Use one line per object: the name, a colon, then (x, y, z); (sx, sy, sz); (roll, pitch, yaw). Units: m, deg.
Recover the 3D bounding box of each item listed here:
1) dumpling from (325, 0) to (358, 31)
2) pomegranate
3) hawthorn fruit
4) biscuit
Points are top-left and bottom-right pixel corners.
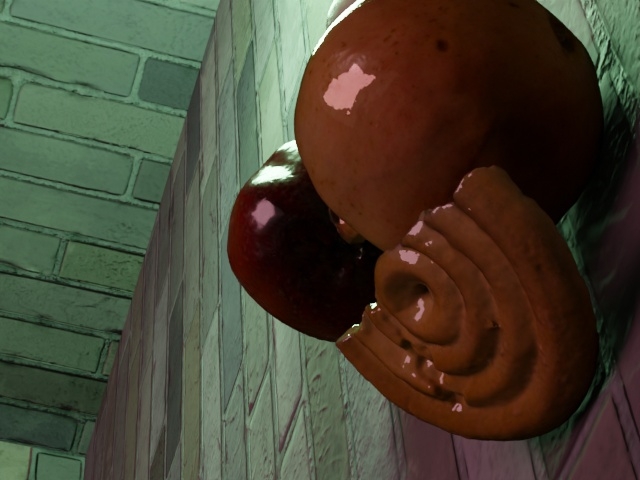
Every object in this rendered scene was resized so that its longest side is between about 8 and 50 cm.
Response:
dumpling: (0.066, -0.160, 1.530); (0.188, 0.108, 0.127); (-67, -33, -31)
pomegranate: (0.076, -0.075, 1.142); (0.191, 0.191, 0.191); (-167, 90, -79)
hawthorn fruit: (0.000, 0.000, 1.522); (0.188, 0.169, 0.169); (170, 112, -77)
biscuit: (0.089, 0.057, 1.088); (0.033, 0.144, 0.224); (-40, -6, -34)
